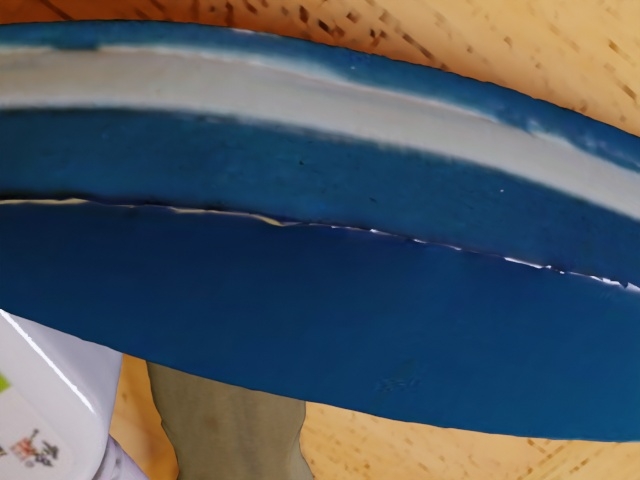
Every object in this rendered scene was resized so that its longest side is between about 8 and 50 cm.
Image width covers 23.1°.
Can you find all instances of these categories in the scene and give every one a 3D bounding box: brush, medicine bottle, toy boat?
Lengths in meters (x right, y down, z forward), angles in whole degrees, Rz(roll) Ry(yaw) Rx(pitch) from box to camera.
[{"bbox_3d":[-0.030,0.091,0.562,0.054,0.048,0.282,-2,124,4],"label":"brush"},{"bbox_3d":[-0.129,0.049,0.517,0.119,0.069,0.183,-27,123,18],"label":"medicine bottle"},{"bbox_3d":[0.000,0.000,0.449,0.299,0.062,0.096,12,137,-20],"label":"toy boat"}]
